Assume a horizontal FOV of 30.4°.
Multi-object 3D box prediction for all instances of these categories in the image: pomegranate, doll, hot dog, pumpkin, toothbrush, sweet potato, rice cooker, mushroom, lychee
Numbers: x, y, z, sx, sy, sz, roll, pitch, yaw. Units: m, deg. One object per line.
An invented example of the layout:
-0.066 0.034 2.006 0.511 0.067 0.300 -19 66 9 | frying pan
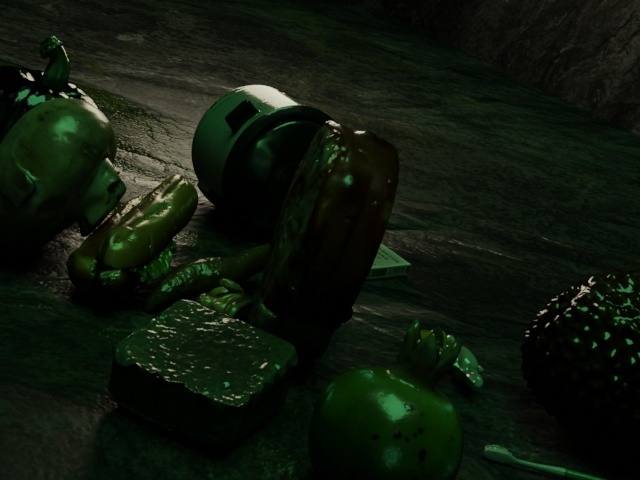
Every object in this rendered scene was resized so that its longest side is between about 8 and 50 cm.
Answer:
0.086 0.199 1.336 0.187 0.225 0.187 22 8 -3 | pomegranate
0.187 0.166 1.712 0.113 0.072 0.135 26 17 3 | doll
-0.267 0.002 1.728 0.100 0.135 0.337 59 20 -13 | hot dog
-0.465 -0.216 1.943 0.247 0.248 0.248 14 22 -6 | pumpkin
0.334 0.307 1.524 0.257 0.018 0.024 16 15 3 | toothbrush
-0.156 0.051 1.743 0.067 0.067 0.273 29 31 30 | sweet potato
-0.086 -0.133 2.018 0.227 0.241 0.281 38 -14 51 | rice cooker
-0.385 -0.088 1.706 0.184 0.255 0.255 43 20 -9 | mushroom
0.413 0.171 1.628 0.267 0.268 0.267 14 22 -6 | lychee

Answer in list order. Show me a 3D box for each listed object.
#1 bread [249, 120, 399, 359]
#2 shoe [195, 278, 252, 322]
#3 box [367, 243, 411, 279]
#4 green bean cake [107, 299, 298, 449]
0.001 -0.004 1.616 0.114 0.328 0.295 19 42 -8 | bread
-0.135 0.090 1.653 0.069 0.072 0.109 23 22 4 | shoe
0.048 0.031 1.984 0.198 0.029 0.109 -4 28 -42 | box
-0.144 0.164 1.437 0.183 0.094 0.185 23 23 17 | green bean cake
